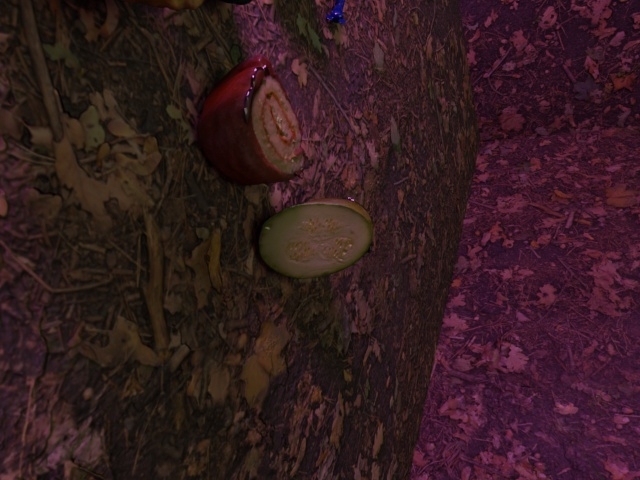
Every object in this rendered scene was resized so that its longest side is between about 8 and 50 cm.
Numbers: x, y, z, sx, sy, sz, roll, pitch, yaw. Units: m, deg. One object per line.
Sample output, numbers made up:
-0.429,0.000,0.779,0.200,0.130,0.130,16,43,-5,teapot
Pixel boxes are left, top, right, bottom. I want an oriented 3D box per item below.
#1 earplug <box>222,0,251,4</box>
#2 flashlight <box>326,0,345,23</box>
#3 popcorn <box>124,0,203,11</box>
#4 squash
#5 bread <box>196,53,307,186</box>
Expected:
-0.186,-0.564,0.869,0.280,0.164,0.257,72,-5,-51,earplug
0.049,-0.654,1.407,0.035,0.057,0.121,112,-10,-55,flashlight
-0.197,-0.488,0.582,0.354,0.344,0.390,-34,130,-25,popcorn
0.000,0.000,1.129,0.260,0.189,0.189,-25,112,-65,squash
-0.126,-0.204,0.961,0.244,0.123,0.190,59,42,-43,bread
